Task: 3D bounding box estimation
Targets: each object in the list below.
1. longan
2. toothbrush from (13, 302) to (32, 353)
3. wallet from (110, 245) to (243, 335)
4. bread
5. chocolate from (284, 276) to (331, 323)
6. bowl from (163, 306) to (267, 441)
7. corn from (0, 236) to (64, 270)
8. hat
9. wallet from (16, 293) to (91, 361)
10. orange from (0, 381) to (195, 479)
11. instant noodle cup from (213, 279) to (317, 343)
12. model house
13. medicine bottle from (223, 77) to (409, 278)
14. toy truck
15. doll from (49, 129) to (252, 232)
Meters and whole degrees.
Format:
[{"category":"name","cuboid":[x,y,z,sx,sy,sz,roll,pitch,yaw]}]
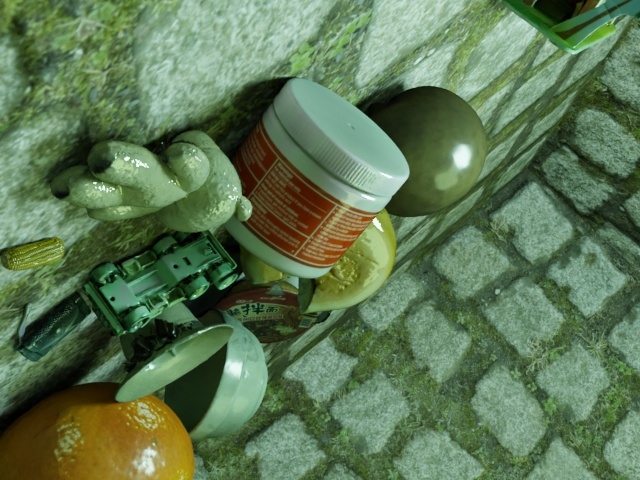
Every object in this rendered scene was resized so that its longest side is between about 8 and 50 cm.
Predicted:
[{"category":"longan","cuboid":[0.206,-0.188,1.504,0.297,0.297,0.297,-40,165,-13]},{"category":"toothbrush","cuboid":[-0.475,0.141,1.115,0.011,0.013,0.131,-30,159,-49]},{"category":"wallet","cuboid":[-0.273,0.100,1.479,0.247,0.041,0.323,-47,164,20]},{"category":"bread","cuboid":[0.000,0.000,1.470,0.333,0.333,0.160,-49,-152,22]},{"category":"chocolate","cuboid":[-0.072,0.133,1.909,0.147,0.221,0.221,-1,143,-29]},{"category":"bowl","cuboid":[-0.237,0.329,1.649,0.163,0.307,0.307,26,117,-29]},{"category":"corn","cuboid":[-0.391,0.019,0.952,0.092,0.037,0.037,-17,150,-55]},{"category":"hat","cuboid":[-0.309,0.187,1.347,0.257,0.130,0.257,-33,165,-10]},{"category":"wallet","cuboid":[-0.443,0.150,1.172,0.129,0.026,0.088,-46,168,-20]},{"category":"orange","cuboid":[-0.474,0.470,1.418,0.423,0.326,0.424,-24,158,-10]},{"category":"instant noodle cup","cuboid":[-0.144,0.161,1.770,0.273,0.091,0.274,-4,143,-3]},{"category":"model house","cuboid":[0.637,-0.560,1.463,0.300,0.340,0.324,-31,157,-43]},{"category":"medicine bottle","cuboid":[-0.020,-0.100,1.166,0.241,0.252,0.252,-49,164,24]},{"category":"toy truck","cuboid":[-0.284,0.084,1.238,0.259,0.128,0.135,-28,164,-44]},{"category":"doll","cuboid":[-0.227,-0.091,0.962,0.278,0.175,0.149,8,90,-61]}]
